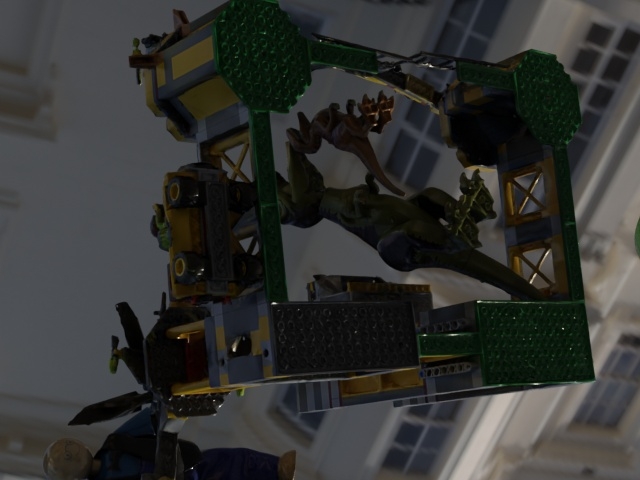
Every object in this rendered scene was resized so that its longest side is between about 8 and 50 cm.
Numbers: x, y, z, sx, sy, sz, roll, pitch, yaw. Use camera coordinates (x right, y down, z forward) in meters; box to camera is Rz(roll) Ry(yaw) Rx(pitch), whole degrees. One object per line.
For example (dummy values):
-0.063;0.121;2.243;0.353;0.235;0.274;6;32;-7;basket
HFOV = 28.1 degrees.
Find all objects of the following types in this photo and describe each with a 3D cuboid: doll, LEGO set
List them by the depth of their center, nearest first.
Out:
0.000;0.000;0.754;0.331;0.192;0.255;-8;-96;-42;LEGO set
-0.114;0.177;0.964;0.189;0.046;0.129;8;-127;-11;doll

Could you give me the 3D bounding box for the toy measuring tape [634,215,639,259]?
0.373;0.047;1.177;0.330;0.121;0.121;56;-163;-28;toy measuring tape
